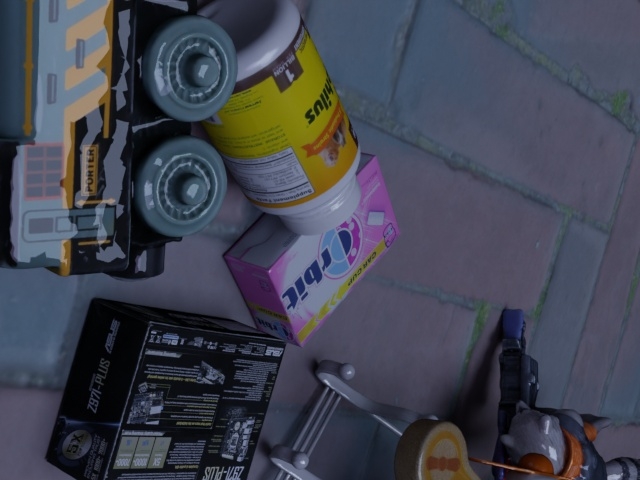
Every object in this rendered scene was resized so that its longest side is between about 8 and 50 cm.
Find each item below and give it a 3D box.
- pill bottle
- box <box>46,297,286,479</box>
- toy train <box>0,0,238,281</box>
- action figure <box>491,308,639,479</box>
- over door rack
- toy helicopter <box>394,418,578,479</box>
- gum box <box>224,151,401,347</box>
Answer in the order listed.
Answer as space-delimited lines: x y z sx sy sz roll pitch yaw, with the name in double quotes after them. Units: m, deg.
-0.038 -0.104 0.892 0.117 0.117 0.215 -53 138 -24 "pill bottle"
-0.131 0.140 0.899 0.180 0.077 0.147 14 92 -51 "box"
-0.166 -0.127 0.722 0.190 0.142 0.334 -6 108 -39 "toy train"
0.335 0.262 1.362 0.330 0.178 0.341 26 61 -52 "action figure"
0.073 0.314 1.104 0.324 0.108 0.239 43 64 -26 "over door rack"
0.187 0.296 1.067 0.235 0.140 0.355 -56 127 -28 "toy helicopter"
0.000 0.000 1.019 0.188 0.062 0.107 -47 135 -29 "gum box"
